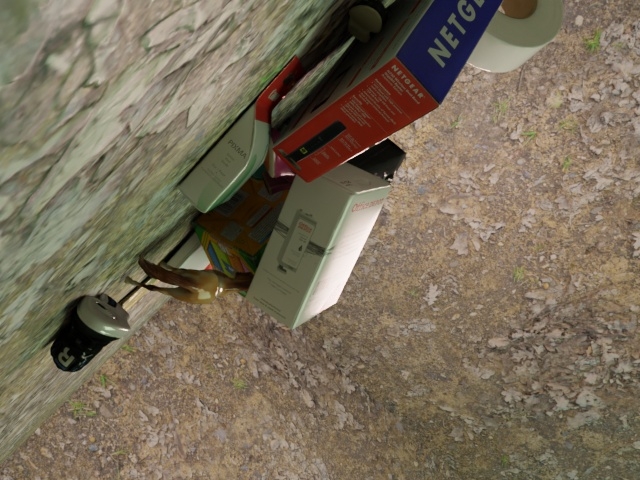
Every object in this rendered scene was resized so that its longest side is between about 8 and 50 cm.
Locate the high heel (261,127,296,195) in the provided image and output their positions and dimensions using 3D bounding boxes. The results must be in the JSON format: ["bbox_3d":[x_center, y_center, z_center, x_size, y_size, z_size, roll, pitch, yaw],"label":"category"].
[{"bbox_3d":[-0.045,-0.146,1.070,0.117,0.082,0.244,-22,162,-8],"label":"high heel"}]

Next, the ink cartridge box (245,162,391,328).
[{"bbox_3d":[0.000,0.000,1.157,0.207,0.117,0.283,-19,136,-63],"label":"ink cartridge box"}]

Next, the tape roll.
[{"bbox_3d":[0.369,-0.505,1.294,0.286,0.286,0.100,-49,-176,-27],"label":"tape roll"}]

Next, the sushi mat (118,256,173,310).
[{"bbox_3d":[-0.410,0.106,1.461,0.151,0.019,0.316,-45,-175,35],"label":"sushi mat"}]

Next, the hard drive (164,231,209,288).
[{"bbox_3d":[-0.261,-0.010,1.490,0.307,0.040,0.203,-49,175,-11],"label":"hard drive"}]

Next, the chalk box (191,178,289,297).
[{"bbox_3d":[-0.124,0.025,1.337,0.180,0.179,0.289,-49,151,-24],"label":"chalk box"}]

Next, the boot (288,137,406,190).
[{"bbox_3d":[0.004,-0.090,1.641,0.367,0.146,0.445,-40,179,42],"label":"boot"}]

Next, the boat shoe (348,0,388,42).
[{"bbox_3d":[0.067,-0.306,0.831,0.042,0.049,0.133,-52,-174,4],"label":"boat shoe"}]

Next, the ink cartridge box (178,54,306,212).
[{"bbox_3d":[-0.086,-0.141,0.841,0.225,0.056,0.181,-44,-175,8],"label":"ink cartridge box"}]

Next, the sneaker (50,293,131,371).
[{"bbox_3d":[-0.346,0.148,0.899,0.121,0.079,0.217,-49,-174,-9],"label":"sneaker"}]

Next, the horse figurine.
[{"bbox_3d":[-0.226,0.070,1.082,0.263,0.175,0.066,19,83,-78],"label":"horse figurine"}]

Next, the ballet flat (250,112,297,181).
[{"bbox_3d":[-0.084,-0.181,1.213,0.188,0.070,0.070,-45,-176,-22],"label":"ballet flat"}]

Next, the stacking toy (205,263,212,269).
[{"bbox_3d":[-0.267,-0.013,1.816,0.141,0.141,0.330,-42,-178,44],"label":"stacking toy"}]

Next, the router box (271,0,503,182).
[{"bbox_3d":[0.107,-0.264,0.888,0.301,0.082,0.335,-22,-150,56],"label":"router box"}]
